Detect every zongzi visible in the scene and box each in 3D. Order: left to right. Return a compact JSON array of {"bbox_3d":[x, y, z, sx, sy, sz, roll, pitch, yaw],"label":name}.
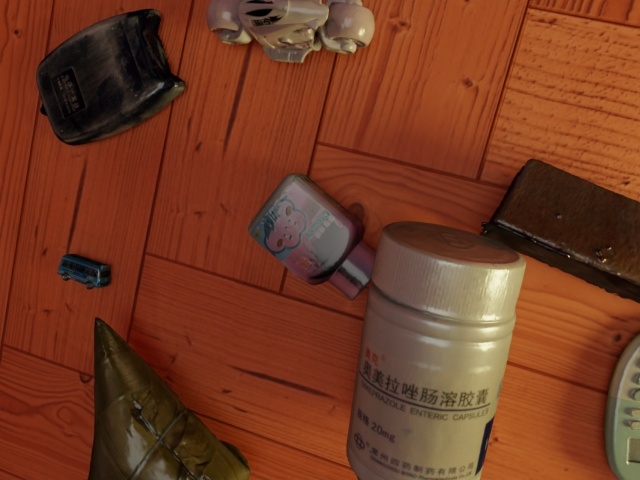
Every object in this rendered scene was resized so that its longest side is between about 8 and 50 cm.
[{"bbox_3d":[-0.343,0.348,0.818,0.323,0.160,0.360,-41,87,12],"label":"zongzi"}]

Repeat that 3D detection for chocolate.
[{"bbox_3d":[0.378,0.000,0.656,0.320,0.112,0.112,24,84,10],"label":"chocolate"}]

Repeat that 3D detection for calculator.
[{"bbox_3d":[-0.360,-0.264,0.824,0.267,0.040,0.177,-21,89,18],"label":"calculator"},{"bbox_3d":[0.496,0.260,0.696,0.183,0.042,0.296,3,94,11],"label":"calculator"}]

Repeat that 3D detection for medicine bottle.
[{"bbox_3d":[0.000,0.000,0.743,0.188,0.094,0.119,40,101,5],"label":"medicine bottle"},{"bbox_3d":[0.147,0.154,0.668,0.189,0.190,0.333,9,103,11],"label":"medicine bottle"}]

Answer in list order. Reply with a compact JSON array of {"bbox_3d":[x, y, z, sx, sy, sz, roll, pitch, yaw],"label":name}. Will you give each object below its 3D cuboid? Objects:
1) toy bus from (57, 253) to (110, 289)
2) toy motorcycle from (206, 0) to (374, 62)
[{"bbox_3d":[-0.406,0.053,0.864,0.083,0.038,0.046,17,96,9],"label":"toy bus"},{"bbox_3d":[-0.050,-0.317,0.714,0.254,0.112,0.113,9,98,12],"label":"toy motorcycle"}]
